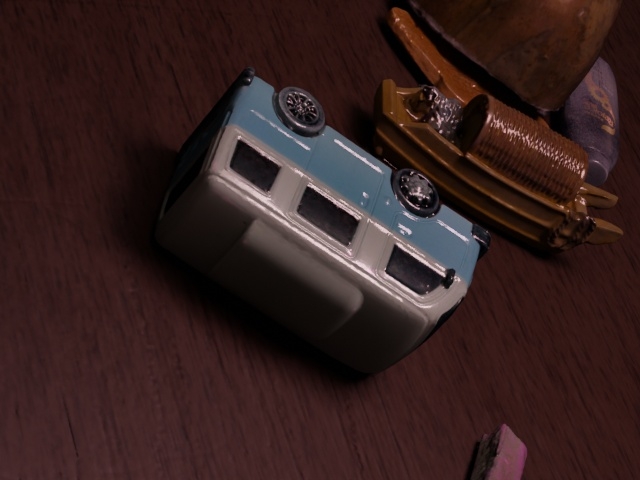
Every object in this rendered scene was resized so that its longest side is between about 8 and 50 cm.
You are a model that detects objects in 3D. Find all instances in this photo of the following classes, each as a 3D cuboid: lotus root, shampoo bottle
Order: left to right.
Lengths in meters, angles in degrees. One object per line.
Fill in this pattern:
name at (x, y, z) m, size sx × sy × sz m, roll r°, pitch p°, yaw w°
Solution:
lotus root at (0.238, -0.297, 1.720) m, size 0.272 × 0.192 × 0.272 m, roll 24°, pitch 33°, yaw -17°
shampoo bottle at (0.333, -0.152, 1.805) m, size 0.087 × 0.049 × 0.234 m, roll 32°, pitch 38°, yaw -16°

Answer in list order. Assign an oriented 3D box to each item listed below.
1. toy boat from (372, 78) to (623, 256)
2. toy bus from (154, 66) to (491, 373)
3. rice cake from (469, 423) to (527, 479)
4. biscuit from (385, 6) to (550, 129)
toy boat at (0.193, -0.084, 1.541) m, size 0.310 × 0.115 × 0.089 m, roll 30°, pitch 38°, yaw -20°
toy bus at (0.000, 0.000, 1.251) m, size 0.271 × 0.133 × 0.165 m, roll 33°, pitch 42°, yaw -13°
rice cake at (0.143, 0.236, 1.242) m, size 0.047 × 0.036 × 0.206 m, roll 43°, pitch 34°, yaw -11°
biscuit at (0.172, -0.183, 1.687) m, size 0.250 × 0.035 × 0.162 m, roll 41°, pitch 29°, yaw -8°
